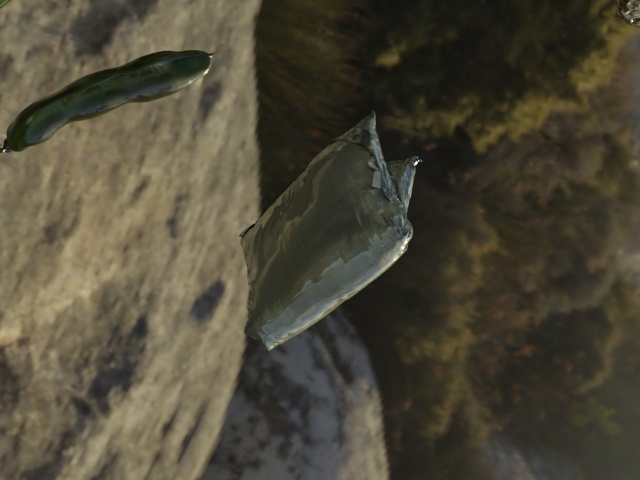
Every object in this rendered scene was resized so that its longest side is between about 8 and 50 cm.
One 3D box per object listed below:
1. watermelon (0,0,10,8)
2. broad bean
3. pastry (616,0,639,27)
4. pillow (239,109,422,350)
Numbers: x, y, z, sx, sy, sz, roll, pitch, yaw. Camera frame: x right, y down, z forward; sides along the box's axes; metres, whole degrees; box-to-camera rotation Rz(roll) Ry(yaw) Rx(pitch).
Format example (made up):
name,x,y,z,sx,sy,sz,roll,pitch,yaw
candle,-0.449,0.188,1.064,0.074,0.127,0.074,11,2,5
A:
name,x,y,z,sx,sy,sz,roll,pitch,yaw
watermelon,-0.240,-0.218,0.507,0.363,0.363,0.363,-33,133,-44
broad bean,-0.230,-0.151,1.373,0.255,0.046,0.065,-21,154,5
pastry,0.264,-0.202,0.989,0.097,0.057,0.109,-17,157,-6
pillow,0.000,0.000,1.062,0.078,0.181,0.134,33,33,-28
